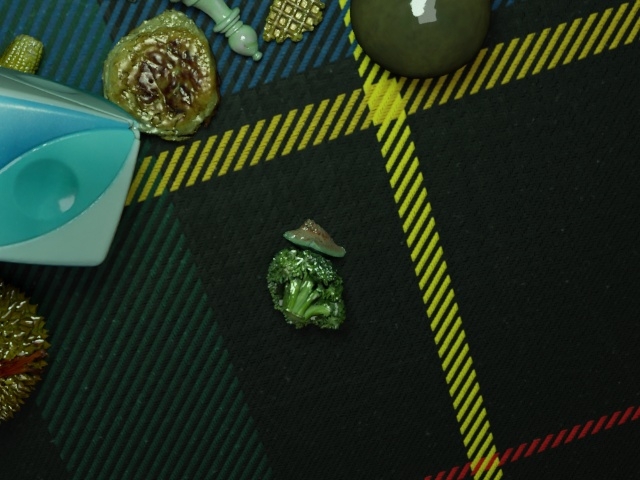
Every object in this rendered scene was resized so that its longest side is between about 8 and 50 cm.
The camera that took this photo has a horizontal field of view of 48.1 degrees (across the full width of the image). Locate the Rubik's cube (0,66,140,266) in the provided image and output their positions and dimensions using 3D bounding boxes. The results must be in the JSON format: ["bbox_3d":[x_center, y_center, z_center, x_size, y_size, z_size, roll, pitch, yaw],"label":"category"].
[{"bbox_3d":[-0.617,-0.162,1.517,0.351,0.352,0.347,10,105,-34],"label":"Rubik's cube"}]

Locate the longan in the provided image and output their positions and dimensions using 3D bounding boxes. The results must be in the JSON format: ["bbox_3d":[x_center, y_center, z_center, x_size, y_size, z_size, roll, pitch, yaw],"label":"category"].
[{"bbox_3d":[0.227,-0.515,1.618,0.319,0.319,0.319,-2,104,-6],"label":"longan"}]

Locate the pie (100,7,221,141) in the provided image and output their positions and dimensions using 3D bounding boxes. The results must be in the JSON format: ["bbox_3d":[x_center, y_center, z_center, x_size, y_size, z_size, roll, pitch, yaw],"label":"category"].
[{"bbox_3d":[-0.375,-0.373,1.678,0.308,0.085,0.308,-2,105,-6],"label":"pie"}]

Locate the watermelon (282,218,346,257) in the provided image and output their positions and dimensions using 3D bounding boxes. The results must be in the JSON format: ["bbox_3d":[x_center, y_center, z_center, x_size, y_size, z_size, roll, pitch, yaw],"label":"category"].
[{"bbox_3d":[-0.001,0.011,1.828,0.155,0.101,0.080,40,85,-24],"label":"watermelon"}]

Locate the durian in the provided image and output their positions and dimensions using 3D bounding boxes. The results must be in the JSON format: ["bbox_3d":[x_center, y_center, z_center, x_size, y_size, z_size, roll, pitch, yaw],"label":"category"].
[{"bbox_3d":[-0.813,0.252,1.672,0.347,0.347,0.384,-17,114,-2],"label":"durian"}]

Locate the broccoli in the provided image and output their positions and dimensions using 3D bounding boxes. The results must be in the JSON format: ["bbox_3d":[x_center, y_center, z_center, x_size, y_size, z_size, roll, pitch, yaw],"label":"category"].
[{"bbox_3d":[-0.036,0.121,1.788,0.198,0.226,0.176,-7,67,24],"label":"broccoli"}]

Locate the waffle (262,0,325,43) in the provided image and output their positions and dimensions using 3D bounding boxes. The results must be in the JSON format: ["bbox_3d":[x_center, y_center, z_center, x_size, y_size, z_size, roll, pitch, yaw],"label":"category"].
[{"bbox_3d":[-0.071,-0.565,1.686,0.161,0.046,0.192,-12,104,-4],"label":"waffle"}]

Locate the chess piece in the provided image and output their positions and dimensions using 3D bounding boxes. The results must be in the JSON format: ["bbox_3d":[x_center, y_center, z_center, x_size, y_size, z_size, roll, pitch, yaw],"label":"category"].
[{"bbox_3d":[-0.227,-0.522,1.651,0.139,0.139,0.271,-42,117,5],"label":"chess piece"}]

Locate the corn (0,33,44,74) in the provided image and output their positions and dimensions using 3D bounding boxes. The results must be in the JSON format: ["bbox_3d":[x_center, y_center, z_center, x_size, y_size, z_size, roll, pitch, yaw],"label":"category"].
[{"bbox_3d":[-0.737,-0.329,1.641,0.097,0.097,0.320,32,96,-13],"label":"corn"}]
